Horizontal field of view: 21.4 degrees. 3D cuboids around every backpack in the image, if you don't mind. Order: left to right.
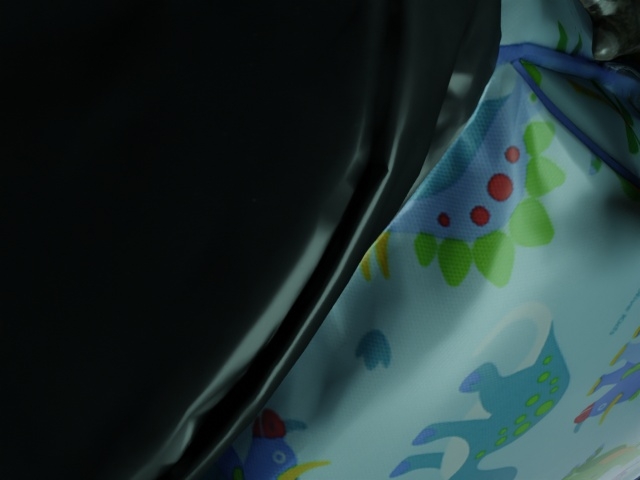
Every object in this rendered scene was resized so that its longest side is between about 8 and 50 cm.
[{"bbox_3d":[0.000,0.000,0.527,0.290,0.273,0.355,-47,173,16],"label":"backpack"}]

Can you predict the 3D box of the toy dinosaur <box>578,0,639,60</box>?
[{"bbox_3d":[0.162,-0.045,0.374,0.160,0.121,0.313,-13,172,38],"label":"toy dinosaur"}]
